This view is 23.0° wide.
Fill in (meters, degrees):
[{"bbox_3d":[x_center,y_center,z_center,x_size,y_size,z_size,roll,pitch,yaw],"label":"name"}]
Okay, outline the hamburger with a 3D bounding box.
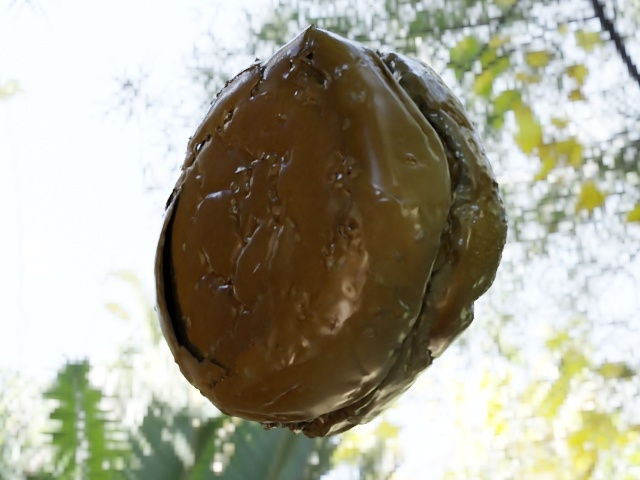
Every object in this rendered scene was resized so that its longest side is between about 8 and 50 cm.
[{"bbox_3d":[0.000,0.002,0.827,0.108,0.214,0.213,16,-36,-39],"label":"hamburger"}]
